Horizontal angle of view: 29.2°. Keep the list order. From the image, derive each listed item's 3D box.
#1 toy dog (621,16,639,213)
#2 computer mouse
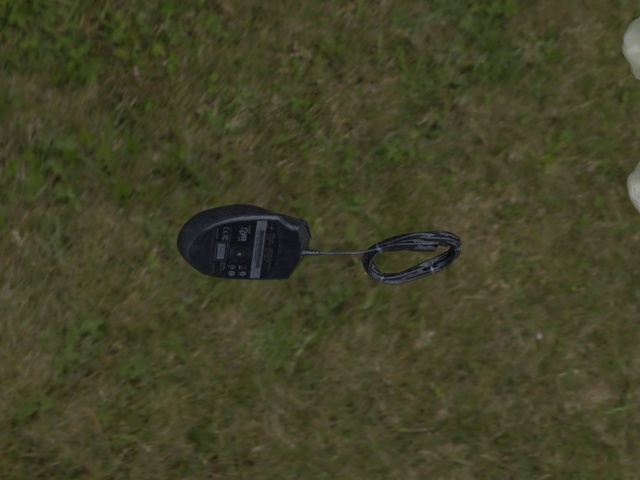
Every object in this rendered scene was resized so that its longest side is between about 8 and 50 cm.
[{"bbox_3d":[0.650,-0.213,1.629,0.408,0.395,0.284,-25,109,-34],"label":"toy dog"},{"bbox_3d":[0.000,0.000,1.034,0.242,0.071,0.041,3,37,-13],"label":"computer mouse"}]
